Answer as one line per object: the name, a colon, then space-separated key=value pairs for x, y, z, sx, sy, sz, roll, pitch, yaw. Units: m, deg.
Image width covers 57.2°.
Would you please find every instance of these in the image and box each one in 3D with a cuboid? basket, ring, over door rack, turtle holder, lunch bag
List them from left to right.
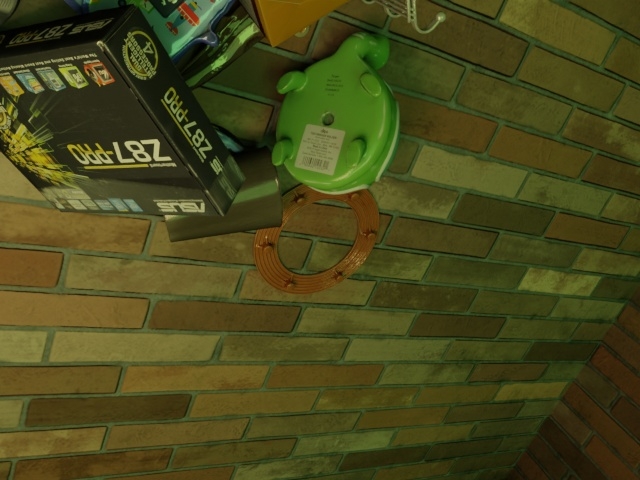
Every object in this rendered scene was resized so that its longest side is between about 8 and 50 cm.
lunch bag: x=-0.256 y=-0.388 z=0.861 sx=0.221 sy=0.138 sz=0.293 roll=-44 pitch=91 yaw=5
basket: x=-0.206 y=-0.082 z=1.188 sx=0.227 sy=0.154 sz=0.204 roll=-14 pitch=153 yaw=-13
ring: x=0.000 y=0.000 z=1.431 sx=0.337 sy=0.032 sz=0.336 roll=-14 pitch=127 yaw=-19
turtle holder: x=0.042 y=-0.247 z=1.177 sx=0.244 sy=0.320 sz=0.227 roll=-16 pitch=166 yaw=23
over door rack: x=0.109 y=-0.536 z=0.983 sx=0.108 sy=0.239 sz=0.324 roll=-31 pitch=131 yaw=-5

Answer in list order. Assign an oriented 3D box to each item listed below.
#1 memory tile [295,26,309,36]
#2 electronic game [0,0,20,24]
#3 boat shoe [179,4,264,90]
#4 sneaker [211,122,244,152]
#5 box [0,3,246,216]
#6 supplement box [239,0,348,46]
memory tile: x=-0.056 y=-0.461 z=1.096 sx=0.113 sy=0.012 sz=0.148 roll=2 pitch=120 yaw=-29
electronic game: x=-0.524 y=-0.399 z=0.806 sx=0.230 sy=0.048 sz=0.229 roll=5 pitch=131 yaw=6
boat shoe: x=-0.170 y=-0.375 z=1.058 sx=0.257 sy=0.095 sz=0.095 roll=-38 pitch=108 yaw=1
sneaker: x=-0.220 y=-0.200 z=1.163 sx=0.144 sy=0.053 sz=0.059 roll=19 pitch=110 yaw=-27
box: x=-0.356 y=-0.176 z=0.906 sx=0.318 sy=0.395 sz=0.097 roll=61 pitch=42 yaw=-45
supplement box: x=-0.058 y=-0.465 z=0.949 sx=0.191 sy=0.194 sz=0.129 roll=-33 pitch=165 yaw=-4
